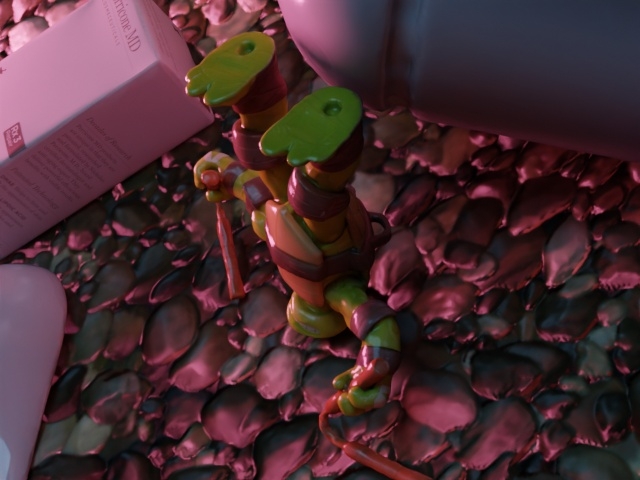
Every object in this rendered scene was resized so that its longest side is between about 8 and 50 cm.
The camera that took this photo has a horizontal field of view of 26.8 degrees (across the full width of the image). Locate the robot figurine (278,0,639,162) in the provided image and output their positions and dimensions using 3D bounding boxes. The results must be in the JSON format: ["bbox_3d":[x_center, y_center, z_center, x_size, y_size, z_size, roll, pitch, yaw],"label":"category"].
[{"bbox_3d":[0.126,-0.152,0.720,0.353,0.300,0.200,12,84,6],"label":"robot figurine"}]

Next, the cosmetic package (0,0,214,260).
[{"bbox_3d":[-0.206,-0.087,1.025,0.231,0.085,0.117,-34,47,10],"label":"cosmetic package"}]

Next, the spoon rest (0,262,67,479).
[{"bbox_3d":[-0.238,0.118,0.917,0.137,0.084,0.276,-23,36,16],"label":"spoon rest"}]

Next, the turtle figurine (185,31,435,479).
[{"bbox_3d":[0.000,0.000,0.767,0.087,0.217,0.269,-25,50,-12],"label":"turtle figurine"}]
